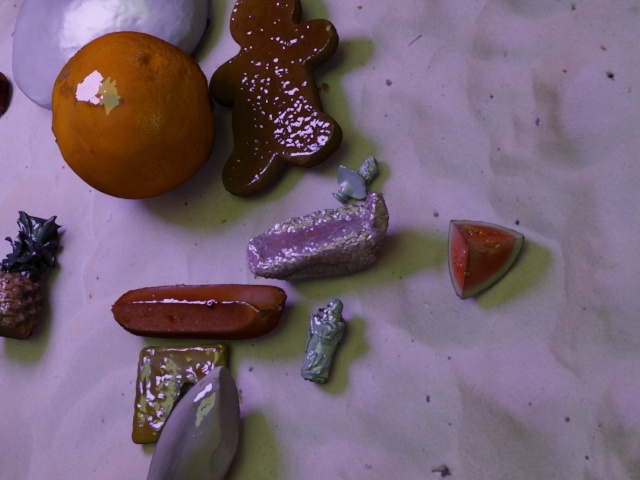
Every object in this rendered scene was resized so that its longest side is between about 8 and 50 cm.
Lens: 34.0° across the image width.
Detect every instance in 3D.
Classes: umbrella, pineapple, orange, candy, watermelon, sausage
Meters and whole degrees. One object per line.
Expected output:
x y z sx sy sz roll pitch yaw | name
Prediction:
0.005 0.164 1.719 0.067 0.062 0.143 10 79 60 | umbrella
-0.571 0.063 1.986 0.128 0.128 0.248 4 67 25 | pineapple
-0.334 -0.225 1.886 0.312 0.312 0.312 -9 67 21 | orange
-0.450 -0.445 2.101 0.427 0.186 0.386 -42 63 9 | candy
0.245 0.029 1.646 0.125 0.094 0.135 15 81 20 | watermelon
-0.210 0.123 1.811 0.331 0.102 0.102 -2 69 24 | sausage

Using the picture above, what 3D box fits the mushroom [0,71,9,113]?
-0.719 -0.311 2.237 0.123 0.052 0.123 -11 65 24 | mushroom

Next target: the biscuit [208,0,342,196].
-0.078 -0.300 1.937 0.283 0.064 0.431 -23 61 25 | biscuit

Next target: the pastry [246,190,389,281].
0.009 0.005 1.757 0.265 0.112 0.102 -18 55 25 | pastry

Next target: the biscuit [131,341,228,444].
-0.241 0.259 1.803 0.184 0.039 0.174 -10 65 21 | biscuit

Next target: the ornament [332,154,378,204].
0.061 -0.103 1.811 0.092 0.041 0.068 -20 82 6 | ornament

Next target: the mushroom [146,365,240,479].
-0.224 0.369 1.703 0.128 0.128 0.350 28 85 30 | mushroom
